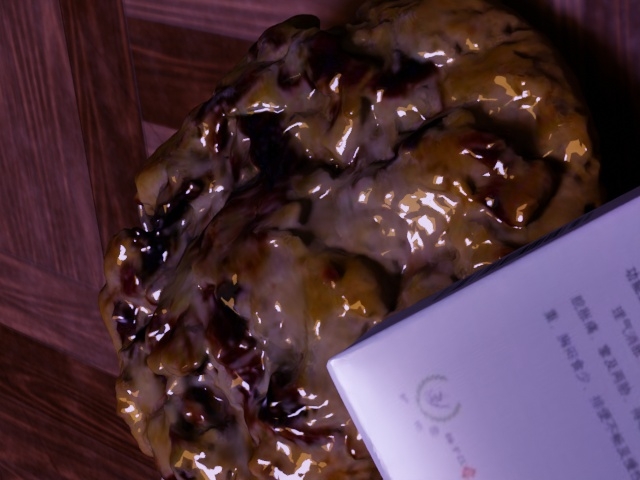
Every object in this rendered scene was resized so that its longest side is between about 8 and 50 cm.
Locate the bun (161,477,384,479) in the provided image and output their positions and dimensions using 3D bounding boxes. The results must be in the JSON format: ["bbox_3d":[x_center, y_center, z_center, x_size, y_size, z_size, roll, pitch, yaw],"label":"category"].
[{"bbox_3d":[0.034,0.130,0.945,0.259,0.160,0.259,-19,58,34],"label":"bun"}]

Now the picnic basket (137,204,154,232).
[{"bbox_3d":[-0.059,0.039,1.120,0.110,0.055,0.193,-9,103,50],"label":"picnic basket"}]

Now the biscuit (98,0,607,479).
[{"bbox_3d":[-0.002,-0.003,0.873,0.334,0.081,0.289,-42,53,17],"label":"biscuit"}]

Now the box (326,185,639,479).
[{"bbox_3d":[0.181,0.069,0.695,0.299,0.106,0.200,-29,88,15],"label":"box"}]
